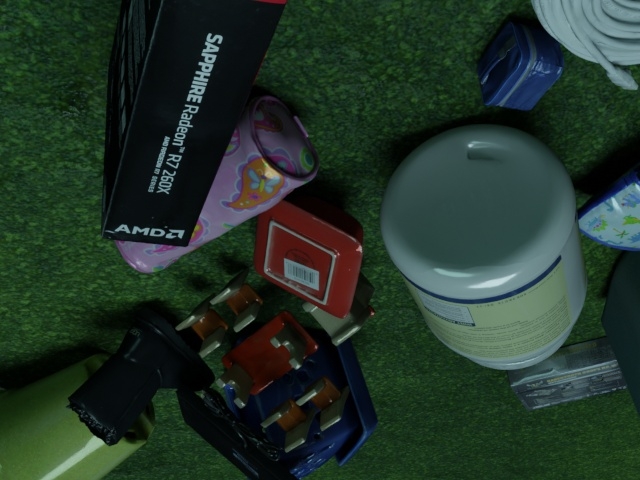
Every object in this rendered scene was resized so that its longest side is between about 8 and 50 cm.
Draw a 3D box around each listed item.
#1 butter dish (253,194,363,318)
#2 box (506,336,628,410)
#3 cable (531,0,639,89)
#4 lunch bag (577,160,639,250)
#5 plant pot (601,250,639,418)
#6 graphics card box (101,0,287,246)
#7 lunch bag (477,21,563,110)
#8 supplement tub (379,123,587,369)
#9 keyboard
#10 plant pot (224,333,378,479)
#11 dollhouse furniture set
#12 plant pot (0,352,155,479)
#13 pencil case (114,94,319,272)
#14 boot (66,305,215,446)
[{"bbox_3d":[0.000,0.000,1.186,0.160,0.118,0.160,27,136,16],"label":"butter dish"},{"bbox_3d":[0.516,0.278,1.782,0.231,0.056,0.183,-18,146,17],"label":"box"},{"bbox_3d":[0.324,-0.277,0.815,0.257,0.089,0.257,20,139,-35],"label":"cable"},{"bbox_3d":[0.439,-0.051,1.195,0.151,0.096,0.129,2,149,-32],"label":"lunch bag"},{"bbox_3d":[0.604,0.108,1.357,0.247,0.247,0.252,-9,132,5],"label":"plant pot"},{"bbox_3d":[-0.120,-0.185,0.743,0.094,0.233,0.371,6,146,-21],"label":"graphics card box"},{"bbox_3d":[0.213,-0.191,0.952,0.065,0.067,0.098,6,148,-19],"label":"lunch bag"},{"bbox_3d":[0.228,0.024,1.145,0.235,0.235,0.325,-14,148,13],"label":"supplement tub"},{"bbox_3d":[-0.112,0.331,1.371,0.033,0.317,0.201,-44,155,-28],"label":"keyboard"},{"bbox_3d":[-0.036,0.297,1.545,0.212,0.236,0.236,-10,152,-19],"label":"plant pot"},{"bbox_3d":[-0.042,0.147,1.330,0.259,0.135,0.262,-37,98,23],"label":"dollhouse furniture set"},{"bbox_3d":[-0.447,0.337,1.536,0.254,0.276,0.276,-33,141,18],"label":"plant pot"},{"bbox_3d":[-0.138,-0.064,1.053,0.284,0.124,0.124,-30,142,34],"label":"pencil case"},{"bbox_3d":[-0.298,0.250,1.438,0.094,0.207,0.246,25,158,31],"label":"boot"}]
